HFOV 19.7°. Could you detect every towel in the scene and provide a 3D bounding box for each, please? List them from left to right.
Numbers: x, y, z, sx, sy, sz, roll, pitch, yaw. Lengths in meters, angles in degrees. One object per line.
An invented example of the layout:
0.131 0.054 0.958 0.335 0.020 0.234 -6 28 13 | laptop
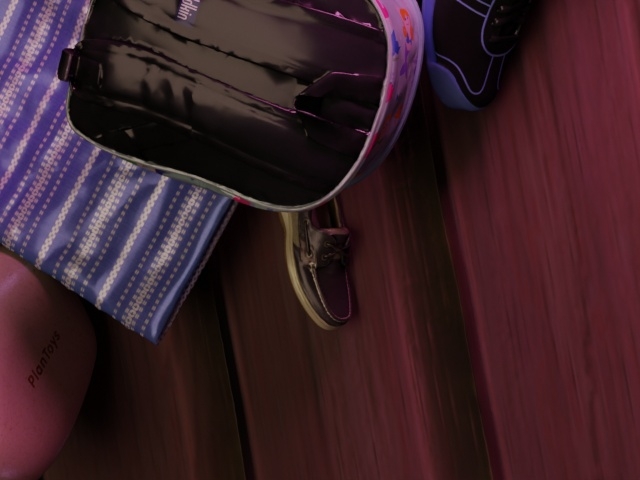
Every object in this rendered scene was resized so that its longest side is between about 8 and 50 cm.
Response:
-0.219 -0.093 1.638 0.336 0.040 0.243 31 98 22 | towel

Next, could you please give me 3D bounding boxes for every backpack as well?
-0.048 -0.144 1.453 0.254 0.191 0.225 23 106 18 | backpack

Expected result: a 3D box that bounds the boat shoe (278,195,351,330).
0.000 0.000 1.571 0.049 0.056 0.152 -22 81 38 | boat shoe

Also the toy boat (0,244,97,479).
-0.283 0.180 1.685 0.148 0.267 0.318 -12 119 27 | toy boat

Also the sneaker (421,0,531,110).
0.138 -0.206 1.430 0.090 0.081 0.232 18 118 39 | sneaker
